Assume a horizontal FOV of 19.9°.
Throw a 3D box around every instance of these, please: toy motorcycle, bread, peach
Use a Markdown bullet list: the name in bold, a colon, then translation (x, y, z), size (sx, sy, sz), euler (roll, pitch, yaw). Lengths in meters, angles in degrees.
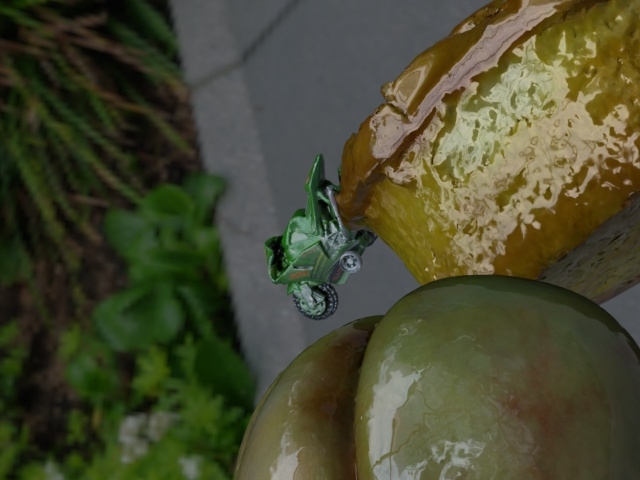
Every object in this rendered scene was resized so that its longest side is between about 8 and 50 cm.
- **toy motorcycle**: translation (0.000, 0.000, 1.966), size (0.190, 0.106, 0.074), euler (-63, -2, 31)
- **bread**: translation (0.209, -0.080, 1.454), size (0.398, 0.398, 0.215), euler (-45, 69, 39)
- **peach**: translation (0.082, 0.164, 1.136), size (0.292, 0.247, 0.292), euler (-17, 54, 24)
